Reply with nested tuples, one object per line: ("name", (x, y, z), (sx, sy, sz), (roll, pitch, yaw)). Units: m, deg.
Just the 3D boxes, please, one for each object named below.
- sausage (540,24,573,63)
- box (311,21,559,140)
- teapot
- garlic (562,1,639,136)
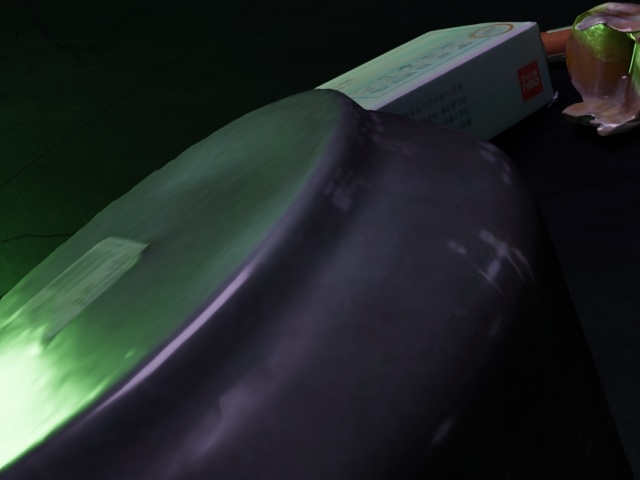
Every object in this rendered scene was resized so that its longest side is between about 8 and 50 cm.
("sausage", (0.258, -0.187, 1.292), (0.253, 0.034, 0.034), (-8, 34, 36))
("box", (0.073, -0.110, 1.229), (0.135, 0.079, 0.269), (3, 27, 46))
("teapot", (0.008, 0.150, 0.615), (0.305, 0.361, 0.376), (-43, 18, -15))
("garlic", (0.257, -0.155, 1.178), (0.124, 0.099, 0.174), (-20, 24, -13))
